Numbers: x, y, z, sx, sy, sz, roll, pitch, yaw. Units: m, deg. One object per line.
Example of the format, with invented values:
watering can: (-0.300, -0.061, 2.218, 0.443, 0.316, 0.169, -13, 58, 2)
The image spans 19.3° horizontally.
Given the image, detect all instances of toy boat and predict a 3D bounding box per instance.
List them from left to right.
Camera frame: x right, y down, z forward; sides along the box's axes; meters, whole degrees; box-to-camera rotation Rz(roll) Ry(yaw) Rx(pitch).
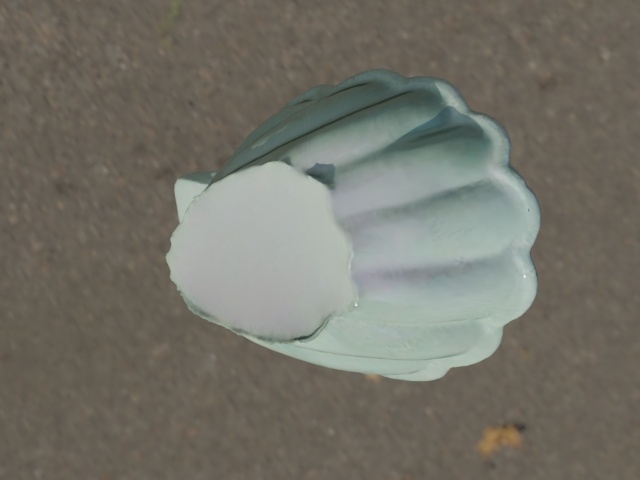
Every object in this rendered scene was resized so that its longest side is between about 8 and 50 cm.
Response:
toy boat: (0.000, 0.000, 1.186, 0.100, 0.290, 0.199, -13, 94, -44)
